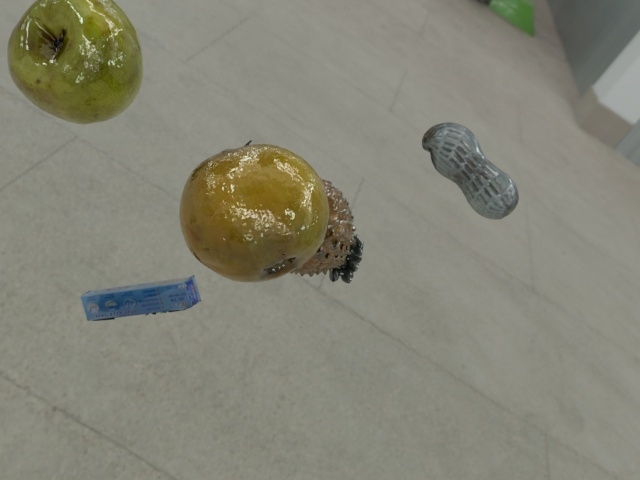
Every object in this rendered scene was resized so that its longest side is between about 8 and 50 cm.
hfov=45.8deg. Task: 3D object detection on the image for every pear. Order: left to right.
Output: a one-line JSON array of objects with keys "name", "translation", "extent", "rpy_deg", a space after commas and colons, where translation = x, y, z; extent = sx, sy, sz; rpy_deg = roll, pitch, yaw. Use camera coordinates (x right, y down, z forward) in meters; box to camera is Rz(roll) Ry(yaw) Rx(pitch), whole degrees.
[{"name": "pear", "translation": [-0.543, -0.412, 1.739], "extent": [0.304, 0.304, 0.304], "rpy_deg": [26, 31, -17]}]

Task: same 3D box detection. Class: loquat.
[{"name": "loquat", "translation": [-0.126, -0.056, 1.412], "extent": [0.275, 0.274, 0.274], "rpy_deg": [26, 31, -17]}]

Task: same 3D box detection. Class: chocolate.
[{"name": "chocolate", "translation": [0.211, -0.100, 1.065], "extent": [0.167, 0.072, 0.072], "rpy_deg": [51, 32, 13]}]

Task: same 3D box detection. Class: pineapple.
[{"name": "pineapple", "translation": [0.002, -0.001, 1.732], "extent": [0.223, 0.223, 0.357], "rpy_deg": [52, 3, 28]}]

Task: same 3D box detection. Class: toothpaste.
[{"name": "toothpaste", "translation": [-0.400, 0.130, 1.681], "extent": [0.053, 0.272, 0.066], "rpy_deg": [-42, 122, -67]}]
